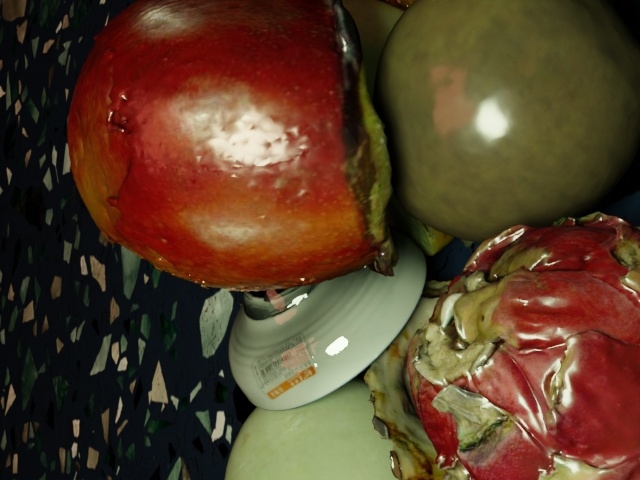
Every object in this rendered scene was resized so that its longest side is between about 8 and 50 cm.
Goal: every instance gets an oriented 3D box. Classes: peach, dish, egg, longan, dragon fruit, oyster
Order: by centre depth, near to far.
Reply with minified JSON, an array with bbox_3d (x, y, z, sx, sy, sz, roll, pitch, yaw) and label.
[{"bbox_3d":[0.244,0.128,1.241,0.329,0.329,0.329,-12,76,58],"label":"dragon fruit"},{"bbox_3d":[0.186,-0.137,1.392,0.297,0.297,0.297,-12,76,58],"label":"longan"},{"bbox_3d":[-0.072,-0.102,1.429,0.417,0.353,0.339,3,117,43],"label":"peach"},{"bbox_3d":[0.134,0.170,1.524,0.361,0.221,0.096,-127,31,-48],"label":"oyster"},{"bbox_3d":[0.030,0.332,1.588,0.336,0.278,0.278,-106,35,-47],"label":"egg"},{"bbox_3d":[-0.021,0.054,1.608,0.273,0.134,0.273,-32,26,17],"label":"dish"}]

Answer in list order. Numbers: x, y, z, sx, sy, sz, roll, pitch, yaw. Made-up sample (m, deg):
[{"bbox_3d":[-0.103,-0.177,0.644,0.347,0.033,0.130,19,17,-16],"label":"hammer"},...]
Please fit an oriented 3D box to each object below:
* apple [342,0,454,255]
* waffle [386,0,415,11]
[{"bbox_3d":[0.069,-0.149,1.652,0.346,0.179,0.254,50,121,13],"label":"apple"},{"bbox_3d":[0.147,-0.399,1.724,0.243,0.059,0.237,27,107,55],"label":"waffle"}]
